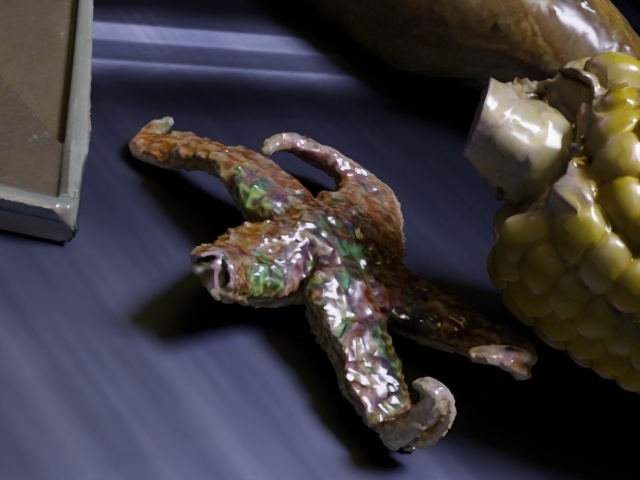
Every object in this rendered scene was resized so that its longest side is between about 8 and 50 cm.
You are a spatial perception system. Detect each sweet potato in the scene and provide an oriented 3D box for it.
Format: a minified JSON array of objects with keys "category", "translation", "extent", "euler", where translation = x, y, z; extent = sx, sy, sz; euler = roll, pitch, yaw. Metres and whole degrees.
[{"category":"sweet potato","translation":[0.052,-0.130,0.819],"extent":[0.285,0.085,0.112],"euler":[29,-1,28]}]

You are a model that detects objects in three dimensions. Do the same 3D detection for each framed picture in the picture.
[{"category":"framed picture","translation":[-0.192,-0.102,0.675],"extent":[0.189,0.023,0.260],"euler":[12,35,-16]}]

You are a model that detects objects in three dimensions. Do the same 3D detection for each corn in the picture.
[{"category":"corn","translation":[0.206,0.035,0.614],"extent":[0.347,0.130,0.130],"euler":[29,33,-8]}]

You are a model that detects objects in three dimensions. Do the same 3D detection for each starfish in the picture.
[{"category":"starfish","translation":[-0.004,0.009,0.628],"extent":[0.209,0.053,0.150],"euler":[35,23,25]}]
